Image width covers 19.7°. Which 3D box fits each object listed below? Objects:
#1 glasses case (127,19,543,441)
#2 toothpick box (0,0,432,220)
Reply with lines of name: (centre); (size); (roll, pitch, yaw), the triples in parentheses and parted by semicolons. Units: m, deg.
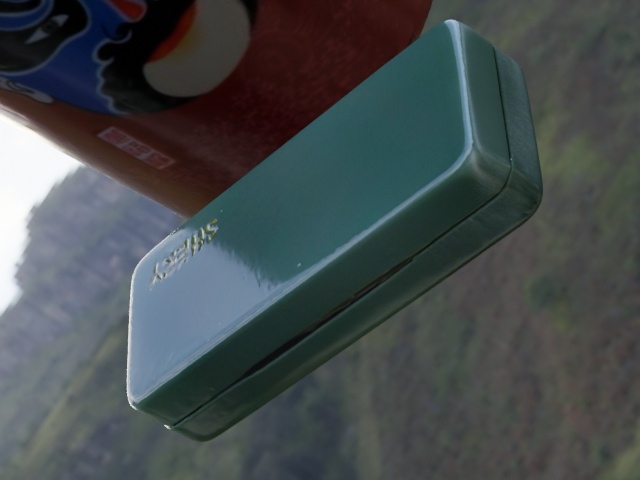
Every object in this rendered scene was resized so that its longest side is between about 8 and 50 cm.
glasses case: (0.000, 0.000, 0.682); (0.184, 0.039, 0.077); (-37, 38, 32)
toothpick box: (-0.134, -0.161, 0.765); (0.333, 0.204, 0.204); (28, -86, -34)
